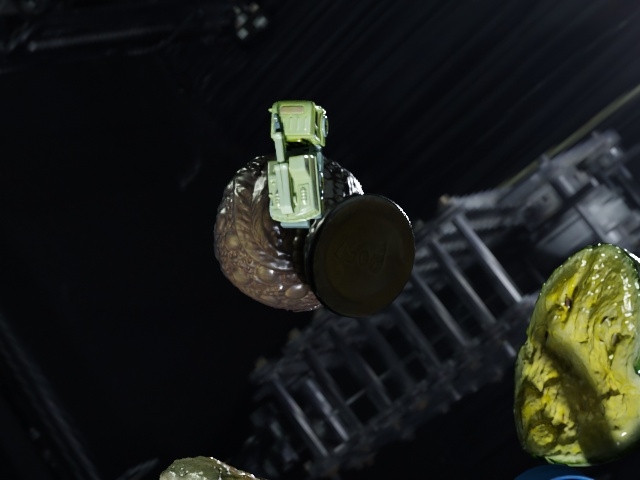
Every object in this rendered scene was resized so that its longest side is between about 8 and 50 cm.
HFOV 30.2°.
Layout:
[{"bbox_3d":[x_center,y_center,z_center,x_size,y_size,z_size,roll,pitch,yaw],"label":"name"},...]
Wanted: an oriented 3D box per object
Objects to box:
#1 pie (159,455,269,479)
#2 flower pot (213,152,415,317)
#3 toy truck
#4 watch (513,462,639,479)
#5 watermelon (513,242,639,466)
[{"bbox_3d":[-0.021,0.328,1.344,0.339,0.077,0.339,29,170,5],"label":"pie"},{"bbox_3d":[0.000,0.000,1.888,0.266,0.266,0.267,26,177,-35],"label":"flower pot"},{"bbox_3d":[-0.035,-0.104,1.572,0.100,0.077,0.169,36,-123,-76],"label":"toy truck"},{"bbox_3d":[0.341,0.383,1.575,0.200,0.171,0.196,18,-103,-2],"label":"watch"},{"bbox_3d":[0.432,0.184,1.754,0.189,0.331,0.331,26,-145,-18],"label":"watermelon"}]
